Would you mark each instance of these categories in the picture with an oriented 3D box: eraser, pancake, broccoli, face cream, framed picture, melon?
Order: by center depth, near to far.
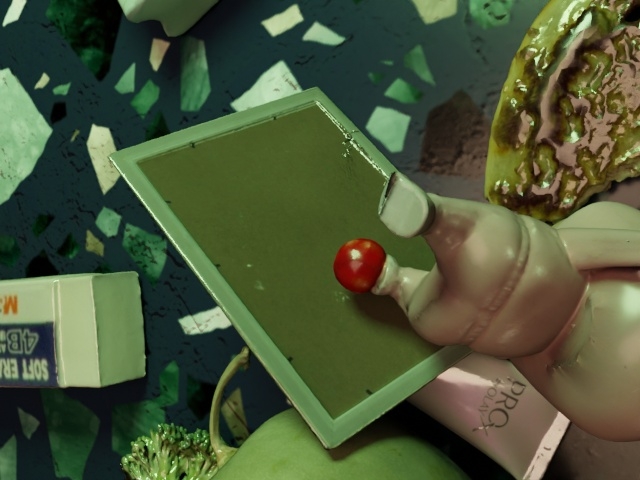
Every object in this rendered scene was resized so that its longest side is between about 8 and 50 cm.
[{"bbox_3d":[0.266,-0.116,0.556,0.245,0.057,0.265,20,104,19],"label":"pancake"},{"bbox_3d":[0.023,0.266,0.564,0.308,0.272,0.271,31,105,33],"label":"melon"},{"bbox_3d":[0.000,0.000,0.613,0.296,0.232,0.019,50,143,21],"label":"framed picture"},{"bbox_3d":[0.092,0.111,0.642,0.244,0.058,0.092,27,98,21],"label":"face cream"},{"bbox_3d":[-0.132,0.260,0.695,0.118,0.204,0.122,29,104,-19],"label":"broccoli"},{"bbox_3d":[-0.335,0.105,0.865,0.279,0.081,0.124,-6,87,29],"label":"eraser"}]

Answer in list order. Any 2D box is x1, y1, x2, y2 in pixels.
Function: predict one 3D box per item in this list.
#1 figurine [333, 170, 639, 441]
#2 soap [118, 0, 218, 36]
[{"bbox_3d":[0.160,0.029,0.524,0.288,0.186,0.176,16,118,-5],"label":"figurine"},{"bbox_3d":[-0.179,-0.370,0.776,0.160,0.088,0.265,-37,72,24],"label":"soap"}]
